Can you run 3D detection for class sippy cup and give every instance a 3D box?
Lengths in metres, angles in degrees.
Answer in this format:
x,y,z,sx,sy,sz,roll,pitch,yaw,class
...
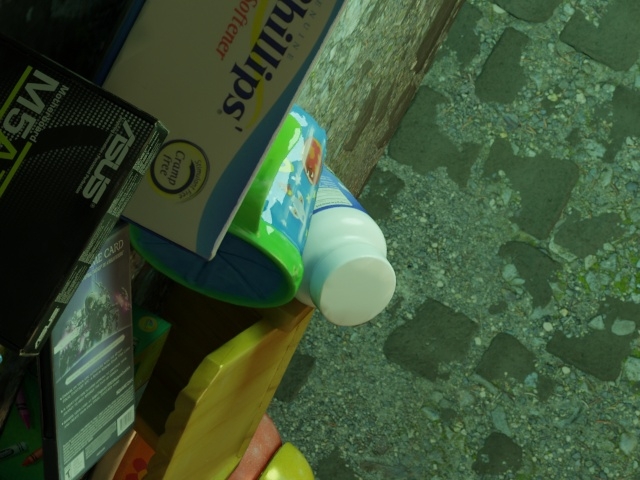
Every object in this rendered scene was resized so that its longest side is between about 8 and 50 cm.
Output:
x,y,z,sx,sy,sz,roll,pitch,yaw,class
-0.102,-0.066,1.545,0.240,0.306,0.224,45,56,-38,sippy cup

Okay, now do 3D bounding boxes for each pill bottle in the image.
x,y,z,sx,sy,sz,roll,pitch,yaw,class
0.000,0.000,1.682,0.152,0.152,0.272,-63,-146,20,pill bottle

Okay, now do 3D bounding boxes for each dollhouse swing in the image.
x,y,z,sx,sy,sz,roll,pitch,yaw,class
-0.212,0.185,1.742,0.305,0.315,0.346,-11,134,-50,dollhouse swing

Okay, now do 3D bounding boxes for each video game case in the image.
x,y,z,sx,sy,sz,roll,pitch,yaw,class
-0.274,0.134,1.423,0.196,0.026,0.274,-43,136,-65,video game case

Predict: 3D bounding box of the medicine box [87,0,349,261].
x,y,z,sx,sy,sz,roll,pitch,yaw,class
-0.107,-0.157,1.046,0.263,0.149,0.289,-62,-166,8,medicine box

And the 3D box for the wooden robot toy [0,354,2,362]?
x,y,z,sx,sy,sz,roll,pitch,yaw,class
-0.343,0.070,1.032,0.076,0.079,0.173,-37,138,-17,wooden robot toy

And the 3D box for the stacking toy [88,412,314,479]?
x,y,z,sx,sy,sz,roll,pitch,yaw,class
-0.126,0.424,2.105,0.350,0.480,0.350,-59,172,-14,stacking toy

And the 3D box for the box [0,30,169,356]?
x,y,z,sx,sy,sz,roll,pitch,yaw,class
-0.233,-0.044,0.853,0.190,0.184,0.045,-59,171,-3,box

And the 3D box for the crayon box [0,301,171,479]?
x,y,z,sx,sy,sz,roll,pitch,yaw,class
-0.313,0.204,1.603,0.165,0.081,0.278,-64,171,22,crayon box
